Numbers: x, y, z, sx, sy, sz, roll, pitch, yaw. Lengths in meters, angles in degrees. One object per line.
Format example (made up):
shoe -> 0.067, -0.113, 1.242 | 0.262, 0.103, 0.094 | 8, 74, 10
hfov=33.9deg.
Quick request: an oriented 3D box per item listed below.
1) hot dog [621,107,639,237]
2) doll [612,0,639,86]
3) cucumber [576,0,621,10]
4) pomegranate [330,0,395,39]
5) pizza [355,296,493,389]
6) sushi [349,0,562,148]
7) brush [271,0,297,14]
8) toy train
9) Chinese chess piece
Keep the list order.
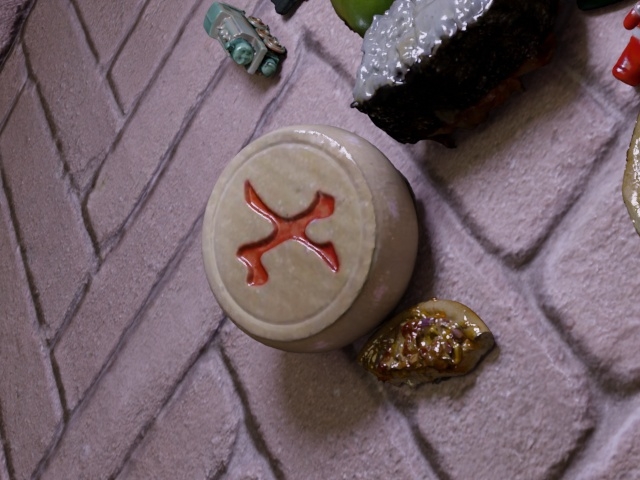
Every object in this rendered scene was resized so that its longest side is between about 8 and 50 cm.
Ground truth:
hot dog -> 0.388, -0.102, 1.167 | 0.073, 0.084, 0.243 | 0, 71, 58
doll -> 0.434, -0.286, 1.235 | 0.142, 0.076, 0.245 | 43, 114, 44
cucumber -> 0.400, -0.330, 1.337 | 0.184, 0.033, 0.036 | -19, 82, 47
pomegranate -> 0.144, -0.388, 1.615 | 0.159, 0.240, 0.190 | 46, 142, 18
pizza -> 0.136, 0.140, 1.439 | 0.246, 0.058, 0.127 | -5, 70, 54
sushi -> 0.198, -0.281, 1.459 | 0.343, 0.182, 0.197 | -35, 47, 37
brush -> 0.013, -0.543, 1.938 | 0.323, 0.051, 0.070 | -47, 35, 33
toy train -> -0.147, -0.381, 2.004 | 0.081, 0.125, 0.194 | -58, 37, 23
Chinese chess piece -> -0.017, -0.002, 1.548 | 0.338, 0.140, 0.338 | -4, 82, 31
